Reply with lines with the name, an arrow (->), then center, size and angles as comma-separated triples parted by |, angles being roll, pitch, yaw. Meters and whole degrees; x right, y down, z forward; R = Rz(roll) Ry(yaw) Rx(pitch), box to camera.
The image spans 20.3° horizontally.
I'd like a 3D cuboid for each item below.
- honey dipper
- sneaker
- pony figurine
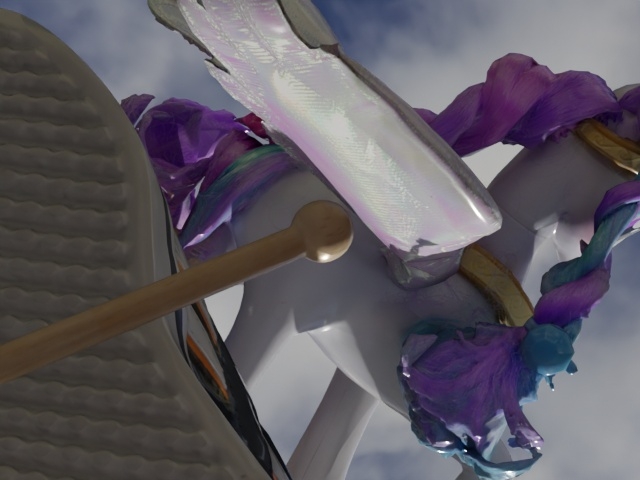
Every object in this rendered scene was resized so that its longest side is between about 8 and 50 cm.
honey dipper -> -0.060, 0.023, 0.483 | 0.161, 0.030, 0.030 | -23, -98, -20
sneaker -> -0.086, 0.064, 0.633 | 0.126, 0.127, 0.321 | -23, -121, -8
pony figurine -> 0.000, 0.000, 0.858 | 0.351, 0.303, 0.363 | 34, -78, -27
